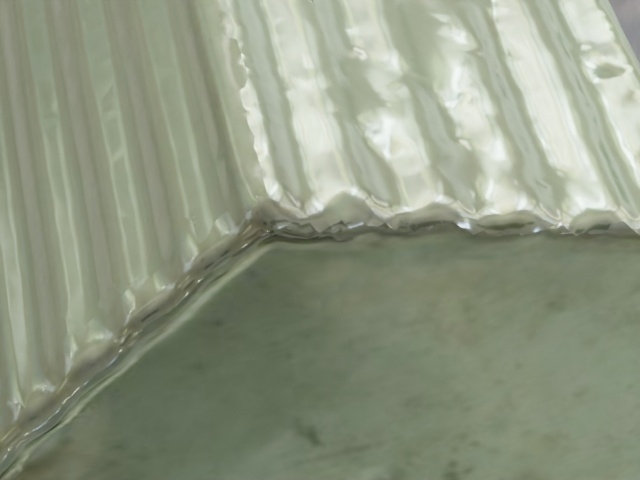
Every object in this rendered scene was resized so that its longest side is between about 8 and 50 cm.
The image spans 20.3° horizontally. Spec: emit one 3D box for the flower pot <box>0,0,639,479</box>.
[{"bbox_3d":[0.000,0.000,0.554,0.239,0.209,0.190,3,45,-18],"label":"flower pot"}]
